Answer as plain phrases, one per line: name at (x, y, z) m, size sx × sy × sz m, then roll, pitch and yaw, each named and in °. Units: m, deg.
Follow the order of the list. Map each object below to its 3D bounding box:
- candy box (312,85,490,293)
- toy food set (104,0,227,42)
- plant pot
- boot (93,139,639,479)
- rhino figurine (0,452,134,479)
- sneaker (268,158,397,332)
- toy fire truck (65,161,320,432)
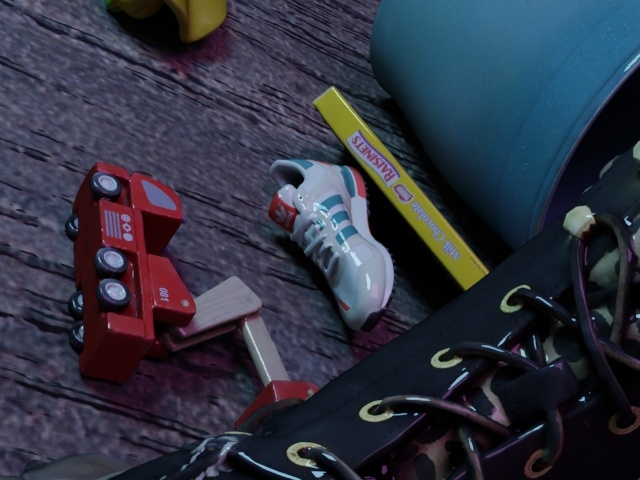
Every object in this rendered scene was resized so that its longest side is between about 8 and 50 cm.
candy box at (0.073, -0.023, 0.827) m, size 0.206 × 0.027 × 0.105 m, roll 52°, pitch 6°, yaw 19°
toy food set at (-0.143, -0.243, 0.900) m, size 0.128 × 0.071 × 0.217 m, roll 43°, pitch 29°, yaw -38°
plant pot at (0.187, -0.138, 0.920) m, size 0.272 × 0.271 × 0.255 m, roll -7°, pitch 40°, yaw -46°
boot at (0.069, 0.074, 0.438) m, size 0.138 × 0.284 × 0.377 m, roll 53°, pitch 10°, yaw 19°
rhino figurine at (-0.069, 0.194, 0.463) m, size 0.106 × 0.073 × 0.243 m, roll -21°, pitch 67°, yaw -48°
sneaker at (0.000, 0.000, 0.760) m, size 0.075 × 0.057 × 0.161 m, roll 13°, pitch 39°, yaw -23°
toy fire truck at (-0.078, 0.043, 0.644) m, size 0.135 × 0.047 × 0.192 m, roll 16°, pitch 40°, yaw -29°
